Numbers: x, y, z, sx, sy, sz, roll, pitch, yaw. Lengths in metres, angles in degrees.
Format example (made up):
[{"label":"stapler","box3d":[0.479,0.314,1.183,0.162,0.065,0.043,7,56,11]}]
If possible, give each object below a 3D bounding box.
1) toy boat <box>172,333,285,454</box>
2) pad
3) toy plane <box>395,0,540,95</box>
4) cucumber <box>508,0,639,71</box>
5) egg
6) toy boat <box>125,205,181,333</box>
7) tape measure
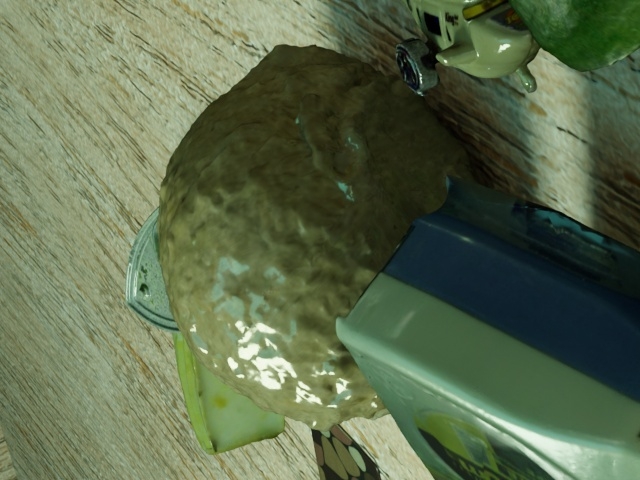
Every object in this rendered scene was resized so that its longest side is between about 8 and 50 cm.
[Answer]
[{"label":"toy boat","box3d":[-0.102,0.131,2.010,0.084,0.111,0.276,-129,29,-54]},{"label":"pad","box3d":[0.036,0.293,2.010,0.158,0.003,0.235,42,150,47]},{"label":"toy plane","box3d":[0.075,-0.171,1.254,0.286,0.092,0.108,34,146,64]},{"label":"cucumber","box3d":[0.159,-0.177,0.961,0.145,0.105,0.325,40,159,-3]},{"label":"egg","box3d":[0.000,0.000,1.404,0.279,0.279,0.310,101,152,-58]},{"label":"toy boat","box3d":[-0.117,0.016,1.834,0.319,0.092,0.141,-31,81,52]},{"label":"tape measure","box3d":[0.163,0.117,1.182,0.259,0.138,0.262,29,157,38]}]
